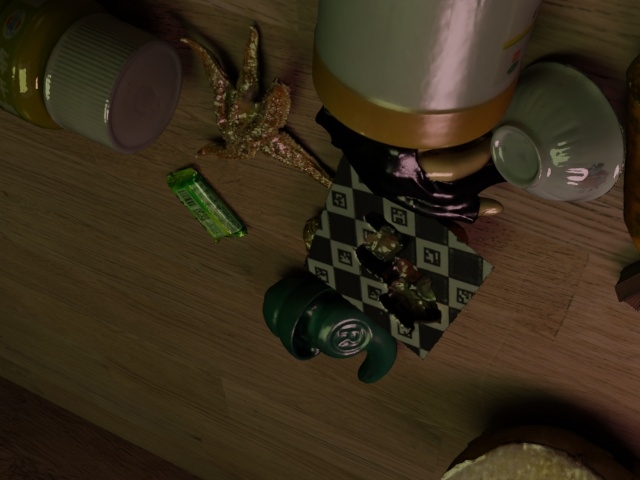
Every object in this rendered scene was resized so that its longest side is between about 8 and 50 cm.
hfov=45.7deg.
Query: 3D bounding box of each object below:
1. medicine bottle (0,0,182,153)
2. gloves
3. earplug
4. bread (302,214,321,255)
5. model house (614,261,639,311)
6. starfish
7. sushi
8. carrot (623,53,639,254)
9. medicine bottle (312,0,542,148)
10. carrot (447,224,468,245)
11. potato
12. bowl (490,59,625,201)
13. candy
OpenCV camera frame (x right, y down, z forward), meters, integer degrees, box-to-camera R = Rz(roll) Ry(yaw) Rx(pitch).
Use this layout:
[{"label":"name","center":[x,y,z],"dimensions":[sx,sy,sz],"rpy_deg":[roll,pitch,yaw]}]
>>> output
[{"label":"medicine bottle","center":[-0.427,-0.293,1.206],"dimensions":[0.385,0.224,0.224],"rpy_deg":[25,145,17]},{"label":"gloves","center":[0.133,-0.122,1.075],"dimensions":[0.301,0.152,0.197],"rpy_deg":[21,174,-6]},{"label":"earplug","center":[0.014,0.172,1.549],"dimensions":[0.280,0.163,0.257],"rpy_deg":[30,-176,25]},{"label":"bread","center":[0.000,0.000,1.382],"dimensions":[0.060,0.066,0.110],"rpy_deg":[28,151,30]},{"label":"model house","center":[0.461,0.070,1.105],"dimensions":[0.057,0.058,0.083],"rpy_deg":[36,146,-5]},{"label":"starfish","center":[-0.098,-0.197,1.204],"dimensions":[0.302,0.084,0.293],"rpy_deg":[22,146,22]},{"label":"sushi","center":[0.123,0.022,1.261],"dimensions":[0.292,0.059,0.294],"rpy_deg":[39,139,13]},{"label":"carrot","center":[0.418,-0.087,0.900],"dimensions":[0.114,0.114,0.301],"rpy_deg":[9,138,31]},{"label":"medicine bottle","center":[0.115,-0.258,0.817],"dimensions":[0.238,0.238,0.231],"rpy_deg":[24,143,13]},{"label":"carrot","center":[0.186,0.016,1.273],"dimensions":[0.048,0.048,0.139],"rpy_deg":[42,147,-12]},{"label":"potato","center":[0.472,0.542,1.506],"dimensions":[0.442,0.319,0.385],"rpy_deg":[23,105,28]},{"label":"bowl","center":[0.269,-0.117,0.935],"dimensions":[0.189,0.086,0.189],"rpy_deg":[44,150,34]},{"label":"candy","center":[-0.227,-0.070,1.511],"dimensions":[0.102,0.032,0.178],"rpy_deg":[-16,122,44]}]
